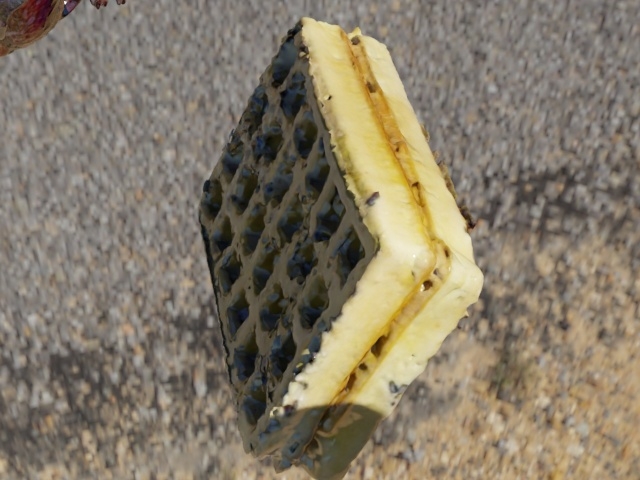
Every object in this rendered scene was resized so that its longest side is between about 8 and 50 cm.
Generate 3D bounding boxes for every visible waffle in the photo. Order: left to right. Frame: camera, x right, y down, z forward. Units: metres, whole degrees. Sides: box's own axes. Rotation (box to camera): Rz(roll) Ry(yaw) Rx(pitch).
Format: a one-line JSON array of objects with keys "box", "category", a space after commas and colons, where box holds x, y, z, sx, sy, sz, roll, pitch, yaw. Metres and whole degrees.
[{"box": [0.001, 0.000, 1.303, 0.114, 0.261, 0.376, 15, 32, -24], "category": "waffle"}]

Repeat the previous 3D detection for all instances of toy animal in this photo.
[{"box": [-0.257, -0.234, 1.299, 0.179, 0.116, 0.218, -20, 14, 17], "category": "toy animal"}]
